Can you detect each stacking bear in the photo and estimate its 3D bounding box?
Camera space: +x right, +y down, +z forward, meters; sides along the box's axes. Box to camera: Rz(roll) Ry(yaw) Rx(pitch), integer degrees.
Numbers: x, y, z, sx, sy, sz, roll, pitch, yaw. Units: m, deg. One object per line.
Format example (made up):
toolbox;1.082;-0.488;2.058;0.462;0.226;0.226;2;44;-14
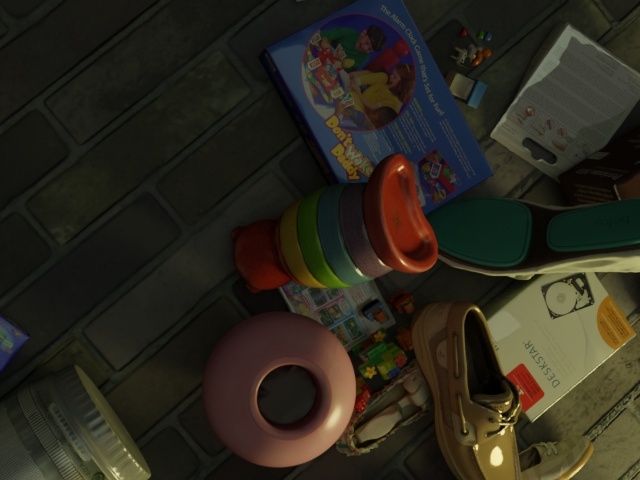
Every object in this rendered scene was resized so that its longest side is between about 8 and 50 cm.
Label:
stacking bear;0.000;0.000;1.486;0.289;0.164;0.175;-15;101;28

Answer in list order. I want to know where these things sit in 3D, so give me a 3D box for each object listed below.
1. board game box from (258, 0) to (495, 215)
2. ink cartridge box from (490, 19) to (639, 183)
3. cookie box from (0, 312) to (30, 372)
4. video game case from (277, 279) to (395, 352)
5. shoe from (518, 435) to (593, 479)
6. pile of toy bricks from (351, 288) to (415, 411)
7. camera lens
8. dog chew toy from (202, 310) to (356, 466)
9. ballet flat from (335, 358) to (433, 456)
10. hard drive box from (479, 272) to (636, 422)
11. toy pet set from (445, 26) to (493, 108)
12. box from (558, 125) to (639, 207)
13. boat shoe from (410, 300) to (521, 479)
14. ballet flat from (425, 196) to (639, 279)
board game box;0.089;-0.197;1.579;0.233;0.078;0.347;-30;96;-11
ink cartridge box;0.413;-0.225;1.675;0.181;0.056;0.224;32;102;-10
cookie box;-0.498;0.156;1.471;0.092;0.040;0.107;40;82;-10
video game case;0.024;0.099;1.595;0.143;0.019;0.157;-29;97;-10
shoe;0.349;0.375;1.635;0.219;0.076;0.058;-29;101;-9
pile of toy bricks;0.097;0.176;1.552;0.212;0.105;0.118;-35;115;-9
camera lens;-0.407;0.331;1.398;0.274;0.219;0.219;-34;97;-10
dog chew toy;-0.072;0.199;1.414;0.206;0.332;0.206;0;89;-12
ballet flat;0.128;0.265;1.588;0.241;0.077;0.091;-38;97;-10
hard drive box;0.365;0.152;1.633;0.232;0.089;0.181;-38;97;-10
toy pet set;0.251;-0.274;1.599;0.065;0.122;0.114;22;101;-17
box;0.536;-0.076;1.617;0.203;0.168;0.167;-30;107;-12
boat shoe;0.242;0.254;1.526;0.121;0.110;0.341;-31;104;-38
ballet flat;0.349;0.009;1.544;0.139;0.400;0.139;3;86;-56
